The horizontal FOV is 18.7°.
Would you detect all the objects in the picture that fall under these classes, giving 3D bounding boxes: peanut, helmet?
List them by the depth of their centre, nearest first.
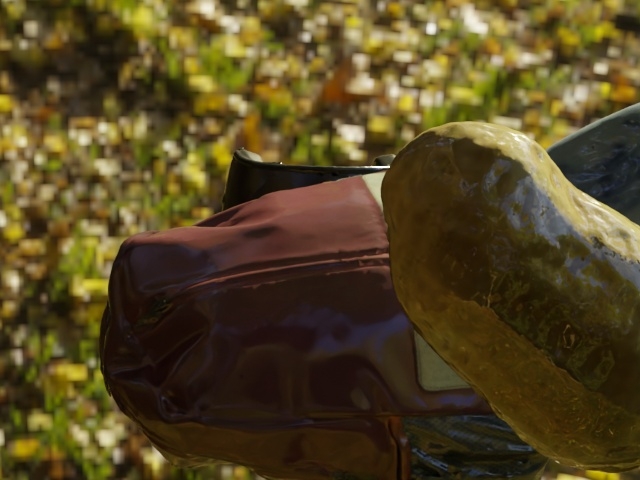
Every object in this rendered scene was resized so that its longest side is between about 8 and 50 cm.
[{"bbox_3d":[0.119,0.031,1.043,0.224,0.129,0.129,43,32,-22],"label":"peanut"},{"bbox_3d":[0.000,0.000,1.866,0.189,0.216,0.193,0,58,-8],"label":"helmet"}]

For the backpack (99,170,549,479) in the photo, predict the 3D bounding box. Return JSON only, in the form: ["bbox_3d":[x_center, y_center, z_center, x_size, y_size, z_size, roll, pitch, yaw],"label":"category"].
[{"bbox_3d":[-0.006,0.082,1.449,0.317,0.197,0.283,-5,47,-15],"label":"backpack"}]

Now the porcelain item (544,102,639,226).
[{"bbox_3d":[0.285,0.008,1.722,0.405,0.178,0.242,-29,38,9],"label":"porcelain item"}]
